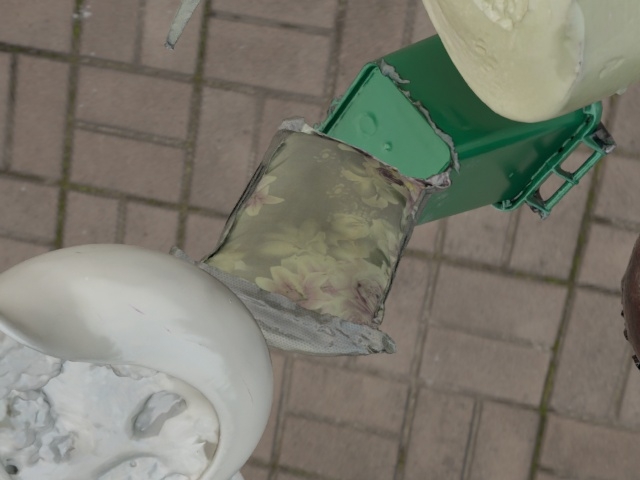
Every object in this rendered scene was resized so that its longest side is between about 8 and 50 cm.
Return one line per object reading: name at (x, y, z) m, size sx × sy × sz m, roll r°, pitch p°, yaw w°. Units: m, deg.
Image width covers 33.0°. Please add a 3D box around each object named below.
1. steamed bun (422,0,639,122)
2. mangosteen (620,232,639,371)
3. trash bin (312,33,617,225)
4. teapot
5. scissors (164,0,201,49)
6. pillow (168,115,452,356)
steamed bun at (0.287, -0.397, 1.255) m, size 0.290 × 0.371 × 0.456 m, roll 25°, pitch 134°, yaw 46°
mangosteen at (0.639, 0.100, 1.508) m, size 0.421 × 0.381 × 0.381 m, roll 24°, pitch 110°, yaw 35°
trash bin at (0.199, -0.150, 1.536) m, size 0.295 × 0.381 × 0.259 m, roll 51°, pitch 133°, yaw 14°
teapot at (-0.088, 0.069, 0.471) m, size 0.145 × 0.092 × 0.226 m, roll -31°, pitch 131°, yaw 13°
scissors at (-0.152, -0.301, 1.313) m, size 0.110 × 0.212 × 0.021 m, roll 27°, pitch 144°, yaw -12°
pillow at (0.000, 0.000, 0.810) m, size 0.169 × 0.255 × 0.059 m, roll 18°, pitch 127°, yaw 9°
